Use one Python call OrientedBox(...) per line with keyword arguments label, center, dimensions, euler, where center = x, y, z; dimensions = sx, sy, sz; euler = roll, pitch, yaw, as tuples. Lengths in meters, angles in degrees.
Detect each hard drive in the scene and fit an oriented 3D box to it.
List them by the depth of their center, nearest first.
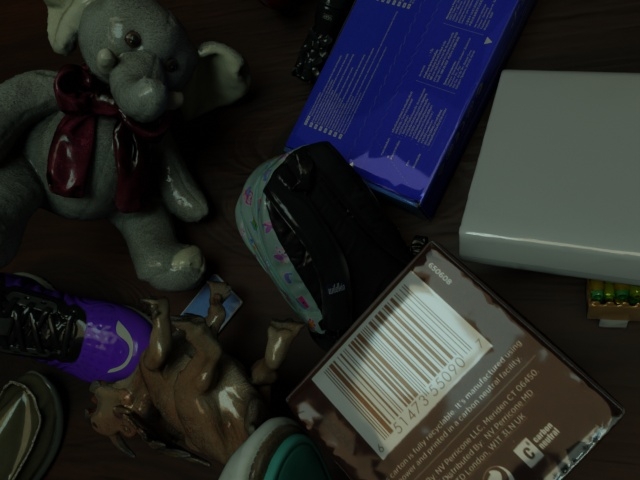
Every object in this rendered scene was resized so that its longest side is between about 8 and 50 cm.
OrientedBox(label="hard drive", center=(0.311, -0.055, 0.456), dimensions=(0.352, 0.047, 0.233), euler=(9, 51, 21))

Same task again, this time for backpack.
OrientedBox(label="backpack", center=(0.000, 0.000, 0.546), dimensions=(0.152, 0.115, 0.182), euler=(-43, 106, -31))

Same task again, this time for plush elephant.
OrientedBox(label="plush elephant", center=(-0.215, -0.138, 0.605), dimensions=(0.255, 0.271, 0.330), euler=(-48, 41, 33))

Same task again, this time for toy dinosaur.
OrientedBox(label="toy dinosaur", center=(-0.113, 0.158, 0.550), dimensions=(0.295, 0.127, 0.201), euler=(15, 101, 49))

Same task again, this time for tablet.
OrientedBox(label="tablet", center=(-0.134, 0.087, 0.675), dimensions=(0.054, 0.006, 0.083), euler=(42, 95, 22))

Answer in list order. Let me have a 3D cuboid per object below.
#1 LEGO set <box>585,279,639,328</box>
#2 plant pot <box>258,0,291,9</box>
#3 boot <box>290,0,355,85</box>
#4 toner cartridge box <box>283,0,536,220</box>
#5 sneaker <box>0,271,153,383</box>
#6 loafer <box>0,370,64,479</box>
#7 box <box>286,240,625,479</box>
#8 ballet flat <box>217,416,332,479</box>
OrientedBox(label="LEGO set", center=(0.362, 0.075, 0.439), dimensions=(0.287, 0.107, 0.132), euler=(35, 93, 22))
OrientedBox(label="plant pot", center=(-0.046, -0.376, 0.627), dimensions=(0.174, 0.191, 0.191), euler=(-37, 70, 13))
OrientedBox(label="boot", center=(0.007, -0.235, 0.648), dimensions=(0.045, 0.121, 0.099), euler=(23, 120, 1))
OrientedBox(label="toner cartridge box", center=(0.113, -0.213, 0.600), dimensions=(0.165, 0.075, 0.348), euler=(26, 90, 23))
OrientedBox(label="sneaker", center=(-0.337, 0.105, 0.671), dimensions=(0.293, 0.146, 0.102), euler=(13, 85, 22))
OrientedBox(label="loafer", center=(-0.400, 0.283, 0.694), dimensions=(0.094, 0.087, 0.251), euler=(21, 88, 22))
OrientedBox(label="box", center=(0.113, 0.127, 0.470), dimensions=(0.167, 0.203, 0.168), euler=(44, 97, 22))
OrientedBox(label="ballet flat", center=(-0.045, 0.316, 0.464), dimensions=(0.139, 0.139, 0.401), euler=(-4, 112, 19))
